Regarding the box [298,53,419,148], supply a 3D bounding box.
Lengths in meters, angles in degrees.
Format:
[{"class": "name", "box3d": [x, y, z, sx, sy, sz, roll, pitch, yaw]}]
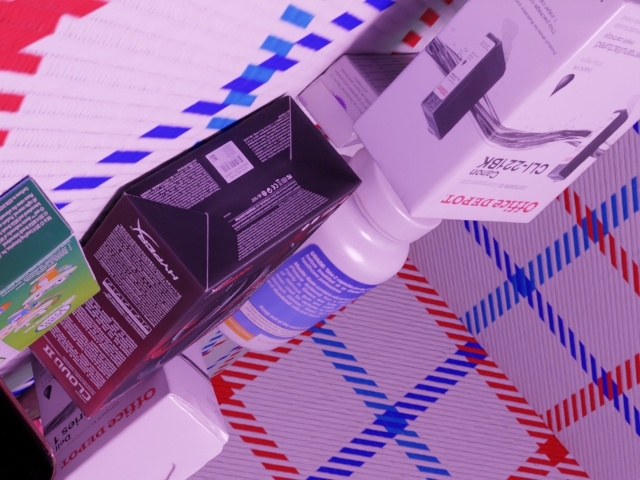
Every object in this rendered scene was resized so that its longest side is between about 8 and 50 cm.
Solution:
[{"class": "box", "box3d": [0.064, -0.145, 1.512, 0.063, 0.067, 0.324, -41, 175, 17]}]

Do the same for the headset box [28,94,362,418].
[{"class": "headset box", "box3d": [-0.127, 0.024, 1.355, 0.218, 0.110, 0.293, -35, 173, -43]}]

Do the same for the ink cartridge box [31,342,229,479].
[{"class": "ink cartridge box", "box3d": [-0.197, 0.162, 1.517, 0.160, 0.092, 0.219, -40, -147, 8]}]

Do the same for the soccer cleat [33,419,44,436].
[{"class": "soccer cleat", "box3d": [-0.377, 0.270, 1.903, 0.248, 0.083, 0.095, -43, 179, 9]}]

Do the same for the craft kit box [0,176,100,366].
[{"class": "craft kit box", "box3d": [-0.277, 0.073, 1.064, 0.250, 0.061, 0.246, -38, 177, -9]}]

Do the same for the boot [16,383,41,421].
[{"class": "boot", "box3d": [-0.338, 0.184, 1.679, 0.106, 0.037, 0.114, -41, 170, -11]}]

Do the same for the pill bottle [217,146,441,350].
[{"class": "pill bottle", "box3d": [0.000, 0.000, 1.634, 0.272, 0.152, 0.152, -33, 179, 33]}]

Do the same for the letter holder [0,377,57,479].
[{"class": "letter holder", "box3d": [-0.349, 0.286, 1.455, 0.152, 0.214, 0.302, -36, 173, -34]}]

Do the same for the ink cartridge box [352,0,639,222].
[{"class": "ink cartridge box", "box3d": [0.192, -0.141, 1.322, 0.197, 0.114, 0.273, 2, 141, -50]}]
